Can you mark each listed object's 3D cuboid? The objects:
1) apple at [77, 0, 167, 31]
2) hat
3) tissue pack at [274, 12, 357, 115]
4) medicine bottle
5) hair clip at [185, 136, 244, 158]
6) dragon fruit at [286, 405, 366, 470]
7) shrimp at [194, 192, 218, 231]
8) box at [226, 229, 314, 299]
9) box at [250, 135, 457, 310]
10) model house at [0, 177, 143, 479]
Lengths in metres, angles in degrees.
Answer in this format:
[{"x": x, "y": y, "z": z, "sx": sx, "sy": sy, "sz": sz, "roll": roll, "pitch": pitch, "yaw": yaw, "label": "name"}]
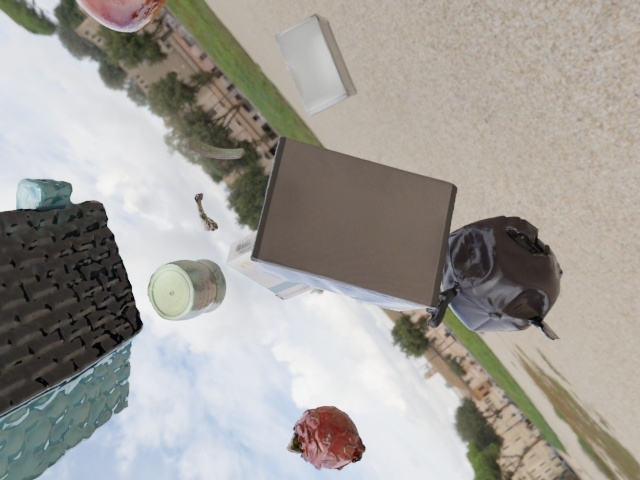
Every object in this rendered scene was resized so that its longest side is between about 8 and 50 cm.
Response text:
[{"x": -0.362, "y": -0.544, "z": 0.909, "sx": 0.206, "sy": 0.272, "sz": 0.251, "roll": 41, "pitch": -173, "yaw": -34, "label": "apple"}, {"x": 0.321, "y": 0.121, "z": 0.941, "sx": 0.238, "sy": 0.209, "sz": 0.336, "roll": 23, "pitch": 155, "yaw": 3, "label": "hat"}, {"x": -0.007, "y": -0.515, "z": 1.414, "sx": 0.246, "sy": 0.136, "sz": 0.159, "roll": 66, "pitch": -159, "yaw": -11, "label": "tissue pack"}, {"x": -0.326, "y": 0.120, "z": 1.185, "sx": 0.147, "sy": 0.147, "sz": 0.143, "roll": 52, "pitch": -162, "yaw": 14, "label": "medicine bottle"}, {"x": -0.250, "y": -0.216, "z": 1.141, "sx": 0.137, "sy": 0.022, "sz": 0.054, "roll": 10, "pitch": -147, "yaw": -9, "label": "hair clip"}, {"x": 0.016, "y": 0.545, "z": 1.323, "sx": 0.210, "sy": 0.172, "sz": 0.172, "roll": 17, "pitch": -168, "yaw": -9, "label": "dragon fruit"}, {"x": -0.250, "y": -0.056, "z": 1.044, "sx": 0.127, "sy": 0.025, "sz": 0.091, "roll": 29, "pitch": 133, "yaw": 57, "label": "shrimp"}, {"x": -0.015, "y": 0.016, "z": 1.036, "sx": 0.200, "sy": 0.343, "sz": 0.065, "roll": 37, "pitch": -139, "yaw": -37, "label": "box"}, {"x": 0.041, "y": -0.013, "z": 0.703, "sx": 0.252, "sy": 0.188, "sz": 0.153, "roll": 13, "pitch": 170, "yaw": -4, "label": "box"}, {"x": -0.312, "y": 0.066, "z": 0.393, "sx": 0.226, "sy": 0.241, "sz": 0.261, "roll": 16, "pitch": -166, "yaw": 11, "label": "model house"}]
